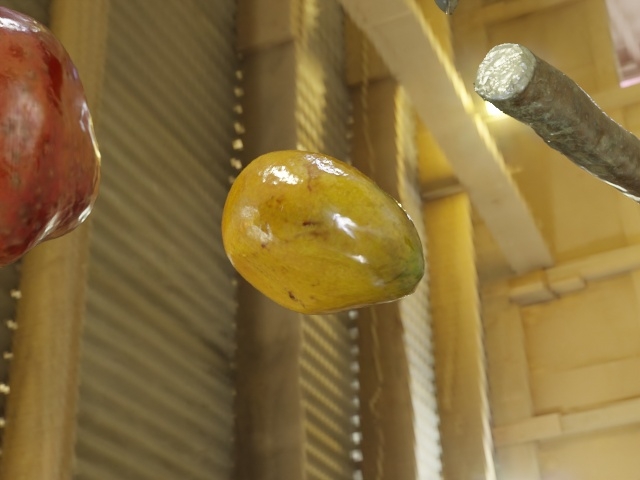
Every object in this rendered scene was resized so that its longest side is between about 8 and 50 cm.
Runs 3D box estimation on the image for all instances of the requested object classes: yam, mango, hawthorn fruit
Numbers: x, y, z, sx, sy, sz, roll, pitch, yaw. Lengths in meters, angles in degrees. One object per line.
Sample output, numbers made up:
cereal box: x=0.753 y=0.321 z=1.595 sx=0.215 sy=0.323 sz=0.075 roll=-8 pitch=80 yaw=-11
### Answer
yam: x=0.237 y=-0.093 z=1.028 sx=0.274 sy=0.061 sz=0.061 roll=27 pitch=-130 yaw=-40
mango: x=-0.004 y=-0.006 z=0.746 sx=0.089 sy=0.165 sz=0.115 roll=-39 pitch=-77 yaw=-22
hawthorn fruit: x=-0.366 y=-0.134 z=1.160 sx=0.287 sy=0.287 sz=0.330 roll=-39 pitch=-53 yaw=-66

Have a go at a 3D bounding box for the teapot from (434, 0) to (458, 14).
teapot: x=0.091 y=-0.395 z=1.340 sx=0.305 sy=0.285 sz=0.223 roll=89 pitch=-160 yaw=-70
